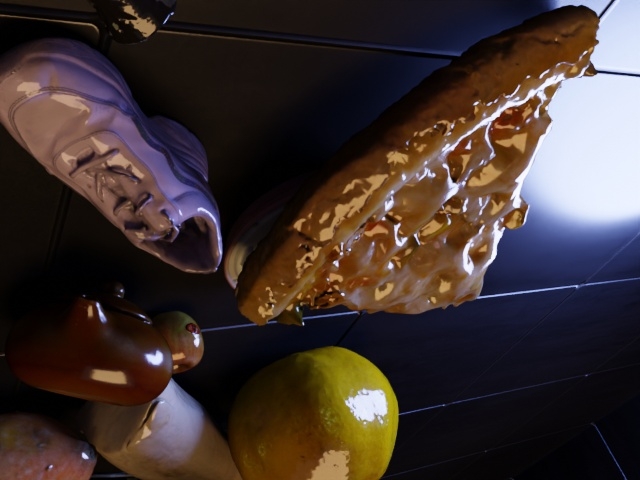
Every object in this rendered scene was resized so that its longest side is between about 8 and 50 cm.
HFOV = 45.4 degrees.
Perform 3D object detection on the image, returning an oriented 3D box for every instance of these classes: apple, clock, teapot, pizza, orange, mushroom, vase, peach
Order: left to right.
[{"bbox_3d":[-0.402,0.329,1.010,0.233,0.232,0.232,-18,150,-11],"label":"peach"},{"bbox_3d":[-0.159,-0.193,0.479,0.059,0.059,0.167,-30,150,10],"label":"vase"},{"bbox_3d":[-0.248,0.114,0.864,0.178,0.135,0.252,16,164,-2],"label":"teapot"},{"bbox_3d":[-0.230,0.312,1.180,0.154,0.137,0.407,-35,145,-6],"label":"mushroom"},{"bbox_3d":[-0.189,0.130,0.972,0.084,0.071,0.084,-13,155,-6],"label":"apple"},{"bbox_3d":[-0.009,0.301,1.207,0.279,0.235,0.279,-18,155,-9],"label":"orange"},{"bbox_3d":[0.000,0.001,0.910,0.244,0.056,0.244,-18,150,-11],"label":"clock"},{"bbox_3d":[0.088,-0.023,0.820,0.392,0.080,0.434,-19,141,-23],"label":"pizza"}]

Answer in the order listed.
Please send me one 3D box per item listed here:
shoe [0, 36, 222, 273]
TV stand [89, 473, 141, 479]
[{"bbox_3d":[-0.161,-0.058,0.618,0.095,0.137,0.245,-35,149,11],"label":"shoe"},{"bbox_3d":[-0.377,0.445,1.376,0.036,0.042,0.249,-40,147,21],"label":"TV stand"}]
